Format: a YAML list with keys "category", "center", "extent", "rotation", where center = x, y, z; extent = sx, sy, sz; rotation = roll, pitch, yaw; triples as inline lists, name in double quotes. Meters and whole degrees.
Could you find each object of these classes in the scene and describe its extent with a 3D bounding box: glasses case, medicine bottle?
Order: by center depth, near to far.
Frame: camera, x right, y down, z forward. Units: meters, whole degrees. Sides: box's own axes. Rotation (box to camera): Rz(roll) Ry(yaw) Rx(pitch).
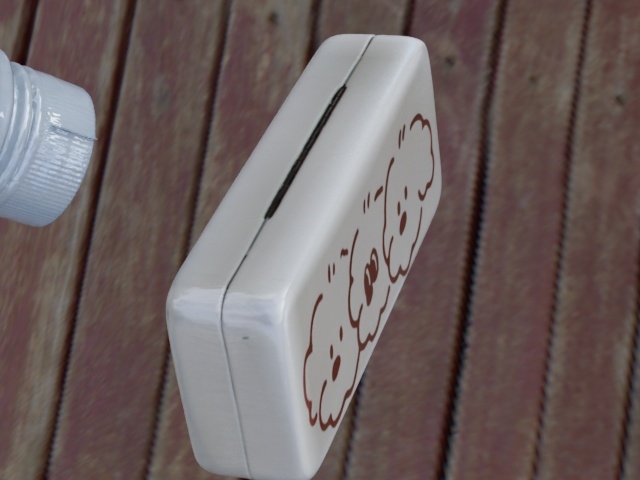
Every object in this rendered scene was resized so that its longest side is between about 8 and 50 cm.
- category: "glasses case"
  center: [0.000, 0.000, 1.173]
  extent: [0.076, 0.144, 0.336]
  rotation: [3, 36, 19]
- category: "medicine bottle"
  center: [-0.317, -0.103, 1.452]
  extent: [0.252, 0.144, 0.145]
  rotation: [16, 75, -35]
